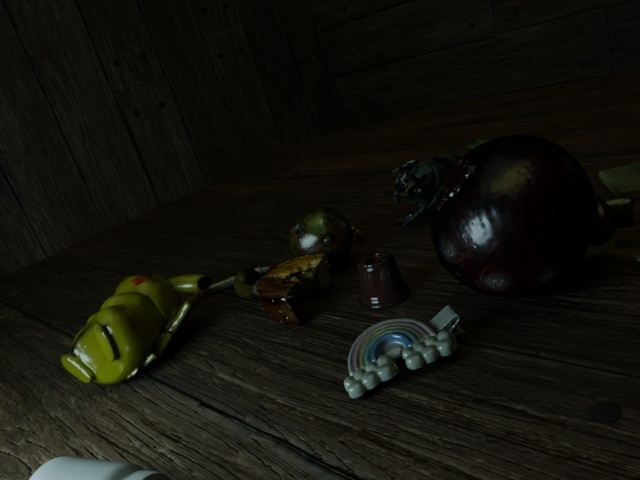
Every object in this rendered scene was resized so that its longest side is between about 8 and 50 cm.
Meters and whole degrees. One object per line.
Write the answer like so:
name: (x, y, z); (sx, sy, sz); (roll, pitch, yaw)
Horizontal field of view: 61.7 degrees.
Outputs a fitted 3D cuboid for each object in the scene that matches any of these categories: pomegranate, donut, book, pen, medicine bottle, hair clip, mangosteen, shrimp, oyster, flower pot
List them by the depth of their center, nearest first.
medicine bottle: (-0.282, 0.336, 0.683); (0.186, 0.103, 0.103); (-7, 21, 27)
hair clip: (0.132, 0.173, 0.869); (0.220, 0.054, 0.140); (-23, 25, -3)
mangosteen: (0.339, -0.031, 0.937); (0.297, 0.293, 0.297); (-34, 29, 22)
flower pot: (0.118, 0.074, 1.083); (0.111, 0.089, 0.111); (-16, 19, 6)
donut: (-0.060, 0.107, 1.161); (0.141, 0.085, 0.217); (-7, 21, 31)
book: (0.809, -0.158, 1.215); (0.289, 0.026, 0.201); (-11, 19, 19)
pomegranate: (0.000, 0.000, 1.329); (0.159, 0.159, 0.205); (-21, -6, -11)
pen: (-0.230, 0.107, 1.409); (0.217, 0.026, 0.026); (-21, 19, -9)
oyster: (0.058, -0.024, 1.483); (0.148, 0.051, 0.103); (6, 35, 30)
shrimp: (0.303, -0.161, 1.497); (0.221, 0.166, 0.410); (26, 45, 26)

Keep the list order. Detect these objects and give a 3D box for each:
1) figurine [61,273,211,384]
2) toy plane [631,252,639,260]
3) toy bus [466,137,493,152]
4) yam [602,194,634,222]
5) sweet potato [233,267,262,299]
figurine: (-0.382, 0.168, 1.146); (0.218, 0.169, 0.327); (-35, 17, 25)
toy plane: (0.622, 0.012, 0.874); (0.196, 0.054, 0.078); (-14, 11, 8)
toy bus: (0.521, -0.258, 1.646); (0.088, 0.101, 0.175); (-18, 17, 1)
yam: (0.514, -0.054, 1.142); (0.273, 0.061, 0.061); (-5, 22, 36)
sweet potato: (-0.164, 0.097, 1.237); (0.074, 0.075, 0.269); (-22, -7, -12)
